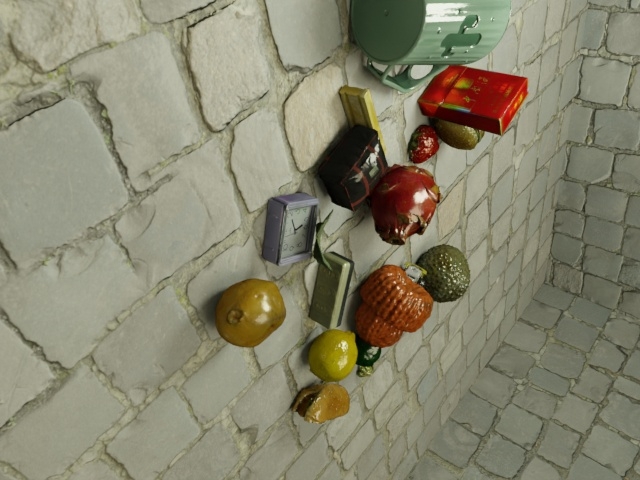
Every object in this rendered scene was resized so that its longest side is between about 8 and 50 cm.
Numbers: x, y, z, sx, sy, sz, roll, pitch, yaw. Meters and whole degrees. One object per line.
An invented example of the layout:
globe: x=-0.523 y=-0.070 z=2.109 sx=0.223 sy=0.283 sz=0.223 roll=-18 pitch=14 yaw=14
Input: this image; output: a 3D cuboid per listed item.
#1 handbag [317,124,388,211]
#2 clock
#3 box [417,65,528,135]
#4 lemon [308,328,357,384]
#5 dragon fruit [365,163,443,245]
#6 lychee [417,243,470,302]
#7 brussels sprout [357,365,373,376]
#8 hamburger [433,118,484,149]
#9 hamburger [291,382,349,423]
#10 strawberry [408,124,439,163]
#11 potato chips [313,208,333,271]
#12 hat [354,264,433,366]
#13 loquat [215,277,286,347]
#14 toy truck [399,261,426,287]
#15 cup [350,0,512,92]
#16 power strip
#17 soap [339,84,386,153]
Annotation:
handbag: x=0.104 y=-0.212 z=1.569 sx=0.215 sy=0.155 sz=0.169 roll=-53 pitch=149 yaw=-15
clock: x=-0.086 y=-0.034 z=1.501 sx=0.144 sy=0.073 sz=0.194 roll=-16 pitch=122 yaw=-48
box: x=0.523 y=-0.494 z=1.804 sx=0.197 sy=0.313 sz=0.089 roll=-55 pitch=144 yaw=-14
lemon: x=0.046 y=0.401 z=1.838 sx=0.206 sy=0.173 sz=0.173 roll=-49 pitch=142 yaw=-10
dragon fruit: x=0.280 y=-0.131 z=1.779 sx=0.315 sy=0.250 sz=0.250 roll=-52 pitch=143 yaw=-15
lychee: x=0.535 y=0.145 z=2.259 sx=0.255 sy=0.274 sz=0.255 roll=-5 pitch=104 yaw=-21
brussels sprout: x=0.199 y=0.550 z=2.225 sx=0.085 sy=0.058 sz=0.085 roll=-53 pitch=158 yaw=-32
hamburger: x=0.513 y=-0.417 z=1.954 sx=0.122 sy=0.189 sz=0.215 roll=-51 pitch=154 yaw=-8
hamburger: x=0.022 y=0.604 z=1.968 sx=0.262 sy=0.124 sz=0.131 roll=13 pitch=99 yaw=-55
strawberry: x=0.396 y=-0.350 z=1.942 sx=0.187 sy=0.082 sz=0.147 roll=-16 pitch=129 yaw=-53
potato chips: x=0.008 y=-0.001 z=1.577 sx=0.059 sy=0.167 sz=0.228 roll=-2 pitch=118 yaw=-5
hat: x=0.216 y=0.288 z=2.001 sx=0.400 sy=0.285 sz=0.285 roll=-45 pitch=149 yaw=18
loquat: x=-0.188 y=0.195 z=1.421 sx=0.187 sy=0.176 sz=0.234 roll=-30 pitch=172 yaw=18
toy truck: x=0.336 y=0.231 z=2.153 sx=0.286 sy=0.136 sz=0.111 roll=-63 pitch=165 yaw=-2
cup: x=0.306 y=-0.603 z=1.484 sx=0.392 sy=0.310 sz=0.401 roll=-22 pitch=125 yaw=-38
power strip: x=0.035 y=0.173 z=1.748 sx=0.070 sy=0.105 sz=0.257 roll=-12 pitch=119 yaw=-47
soap: x=0.131 y=-0.354 z=1.574 sx=0.037 sy=0.092 sz=0.252 roll=-54 pitch=144 yaw=-22
